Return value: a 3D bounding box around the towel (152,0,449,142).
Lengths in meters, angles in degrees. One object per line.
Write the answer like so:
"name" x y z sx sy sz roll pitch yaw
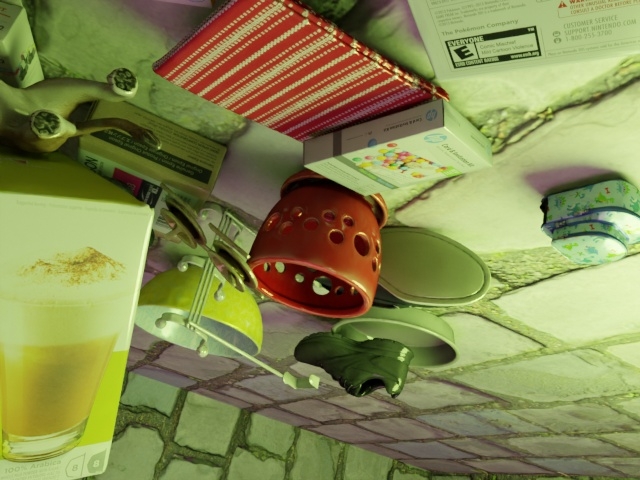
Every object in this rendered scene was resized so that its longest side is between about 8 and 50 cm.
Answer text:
"towel" -0.015 -0.171 0.647 0.275 0.031 0.199 18 157 -38

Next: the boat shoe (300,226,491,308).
"boat shoe" 0.111 0.056 0.985 0.340 0.127 0.113 4 154 20

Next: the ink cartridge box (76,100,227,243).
"ink cartridge box" -0.273 -0.099 0.918 0.193 0.088 0.235 21 153 -16

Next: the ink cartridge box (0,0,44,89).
"ink cartridge box" -0.418 -0.247 0.730 0.104 0.061 0.181 16 153 -7

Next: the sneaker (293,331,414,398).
"sneaker" 0.061 0.281 1.320 0.286 0.130 0.109 -1 151 30

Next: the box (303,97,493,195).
"box" 0.095 -0.106 0.721 0.186 0.038 0.145 -11 162 34

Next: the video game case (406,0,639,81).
"video game case" 0.207 -0.254 0.438 0.329 0.036 0.300 0 150 29

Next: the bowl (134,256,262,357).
"bowl" -0.249 0.129 1.269 0.289 0.156 0.289 11 153 6

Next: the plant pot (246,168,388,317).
"plant pot" 0.000 0.000 0.875 0.191 0.174 0.191 11 153 6

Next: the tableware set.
"tableware set" -0.166 0.012 0.834 0.194 0.039 0.128 37 158 25

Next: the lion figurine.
"lion figurine" -0.401 -0.165 0.664 0.392 0.142 0.240 25 159 -35

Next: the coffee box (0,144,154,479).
"coffee box" -0.440 0.058 0.676 0.337 0.334 0.338 5 -166 -41

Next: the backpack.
"backpack" 0.357 -0.020 0.760 0.105 0.084 0.114 29 147 -31

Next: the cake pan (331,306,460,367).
"cake pan" 0.171 0.215 1.341 0.293 0.054 0.293 11 154 6

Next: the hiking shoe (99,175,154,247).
"hiking shoe" -0.299 -0.032 0.892 0.114 0.086 0.227 14 162 -29

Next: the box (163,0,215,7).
"box" -0.148 -0.280 0.573 0.081 0.028 0.136 10 151 8

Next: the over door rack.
"over door rack" -0.126 0.112 1.081 0.324 0.239 0.108 33 146 -31
